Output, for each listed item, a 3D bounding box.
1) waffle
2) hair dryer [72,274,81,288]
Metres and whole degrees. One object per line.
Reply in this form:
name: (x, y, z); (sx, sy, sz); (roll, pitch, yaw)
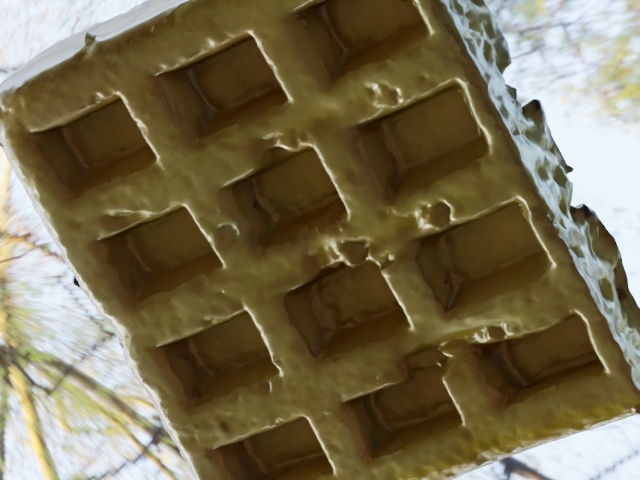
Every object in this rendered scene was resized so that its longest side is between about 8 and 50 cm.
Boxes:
waffle: (0.000, 0.000, 0.821); (0.221, 0.055, 0.248); (-23, -76, 29)
hair dryer: (-0.063, -0.012, 0.970); (0.173, 0.195, 0.050); (7, -67, 0)
